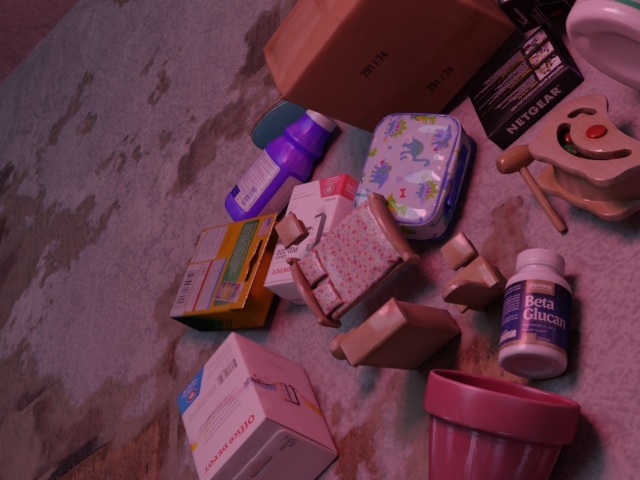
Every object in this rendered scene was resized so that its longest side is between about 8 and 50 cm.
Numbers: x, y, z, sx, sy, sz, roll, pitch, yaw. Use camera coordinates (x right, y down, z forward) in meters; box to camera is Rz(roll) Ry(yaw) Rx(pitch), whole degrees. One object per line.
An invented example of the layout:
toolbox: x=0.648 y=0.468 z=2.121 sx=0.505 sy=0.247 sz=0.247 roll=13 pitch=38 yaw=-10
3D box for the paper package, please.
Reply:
paper package: x=0.119 y=-0.359 z=2.006 sx=0.325 sy=0.309 sz=0.168 roll=-49 pitch=38 yaw=34

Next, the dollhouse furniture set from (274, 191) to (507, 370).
dollhouse furniture set: x=0.068 y=0.017 z=1.803 sx=0.303 sy=0.174 sz=0.355 roll=-42 pitch=61 yaw=23

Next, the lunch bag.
lunch bag: x=0.161 y=-0.106 z=1.949 sx=0.176 sy=0.090 sz=0.219 roll=4 pitch=67 yaw=33

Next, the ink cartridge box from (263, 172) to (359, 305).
ink cartridge box: x=0.000 y=0.000 z=2.108 sx=0.158 sy=0.092 sz=0.218 roll=-12 pitch=57 yaw=49

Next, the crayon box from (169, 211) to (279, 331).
crayon box: x=-0.165 y=0.068 z=2.256 sx=0.323 sy=0.083 sz=0.203 roll=-11 pitch=55 yaw=58

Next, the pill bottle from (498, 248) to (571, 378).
pill bottle: x=0.303 y=0.100 z=1.609 sx=0.094 sy=0.094 sz=0.169 roll=-22 pitch=48 yaw=44

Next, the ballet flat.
ballet flat: x=-0.013 y=-0.294 z=2.380 sx=0.316 sy=0.107 sz=0.106 roll=-32 pitch=21 yaw=28

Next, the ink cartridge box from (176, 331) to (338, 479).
ink cartridge box: x=-0.110 y=0.310 z=1.928 sx=0.171 sy=0.168 sz=0.232 roll=-49 pitch=33 yaw=16

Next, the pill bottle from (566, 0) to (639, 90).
pill bottle: x=0.518 y=-0.403 z=1.618 sx=0.204 sy=0.204 sz=0.361 roll=17 pitch=73 yaw=57

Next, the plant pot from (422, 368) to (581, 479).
plant pot: x=0.223 y=0.278 z=1.501 sx=0.201 sy=0.201 sz=0.180 roll=12 pitch=89 yaw=56

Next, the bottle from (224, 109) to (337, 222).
bottle: x=-0.078 y=-0.147 z=2.331 sx=0.283 sy=0.092 sz=0.118 roll=-51 pitch=36 yaw=12

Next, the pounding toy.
pounding toy: x=0.399 y=-0.104 z=1.674 sx=0.154 sy=0.155 sz=0.269 roll=-36 pitch=38 yaw=-18

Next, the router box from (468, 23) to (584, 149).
router box: x=0.337 y=-0.255 z=1.902 sx=0.179 sy=0.046 sz=0.133 roll=-42 pitch=36 yaw=25

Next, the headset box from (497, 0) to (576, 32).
headset box: x=0.419 y=-0.501 z=1.851 sx=0.293 sy=0.110 sz=0.218 roll=-22 pitch=61 yaw=27
